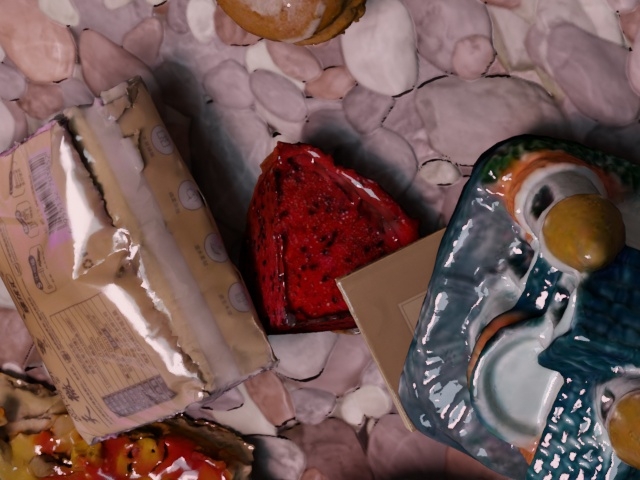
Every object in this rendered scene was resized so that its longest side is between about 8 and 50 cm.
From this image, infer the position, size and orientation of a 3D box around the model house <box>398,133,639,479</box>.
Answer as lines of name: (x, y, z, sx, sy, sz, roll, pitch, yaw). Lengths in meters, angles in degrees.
model house: (0.183, 0.080, 1.324, 0.184, 0.291, 0.253, 20, 102, -12)

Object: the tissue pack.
tissue pack: (-0.170, 0.025, 1.531, 0.215, 0.123, 0.256, -24, 91, 53)

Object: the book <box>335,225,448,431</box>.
book: (0.129, 0.047, 1.466, 0.199, 0.016, 0.138, -25, 103, 1)

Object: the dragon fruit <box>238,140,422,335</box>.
dragon fruit: (0.002, 0.000, 1.521, 0.127, 0.121, 0.161, 176, 88, -66)

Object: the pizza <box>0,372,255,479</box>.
pizza: (-0.289, 0.252, 1.723, 0.406, 0.130, 0.440, 39, 122, 0)

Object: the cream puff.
cream puff: (-0.018, -0.224, 1.400, 0.150, 0.115, 0.165, 20, 128, 22)
